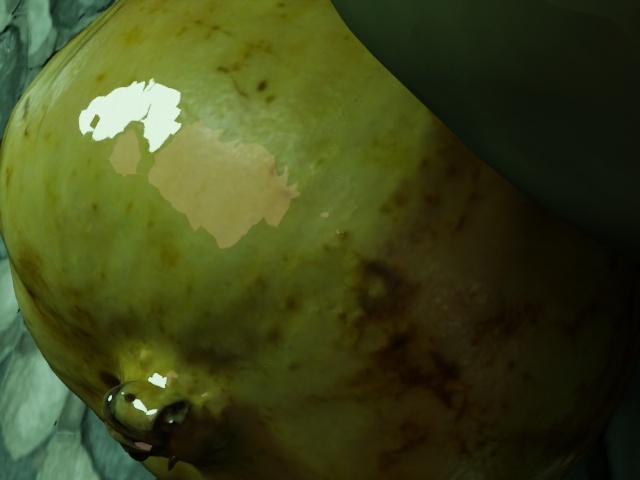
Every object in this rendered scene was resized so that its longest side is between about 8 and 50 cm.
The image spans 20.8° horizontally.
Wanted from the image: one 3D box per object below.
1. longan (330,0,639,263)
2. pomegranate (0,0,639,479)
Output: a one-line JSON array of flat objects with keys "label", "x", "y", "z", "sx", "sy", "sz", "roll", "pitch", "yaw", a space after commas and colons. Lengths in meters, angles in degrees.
[{"label": "longan", "x": 0.162, "y": -0.158, "z": 0.464, "sx": 0.361, "sy": 0.361, "sz": 0.360, "roll": -18, "pitch": 64, "yaw": 43}, {"label": "pomegranate", "x": 0.000, "y": 0.000, "z": 0.643, "sx": 0.248, "sy": 0.248, "sz": 0.248, "roll": -18, "pitch": 64, "yaw": 43}]
